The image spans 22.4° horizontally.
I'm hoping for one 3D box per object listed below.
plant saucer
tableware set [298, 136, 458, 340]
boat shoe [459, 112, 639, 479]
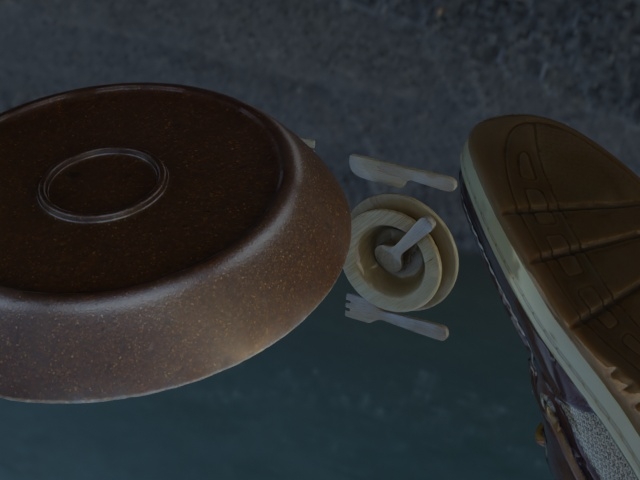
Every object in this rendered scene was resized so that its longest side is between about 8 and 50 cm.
[{"bbox_3d":[-0.074,-0.010,0.559,0.168,0.168,0.029,9,130,19],"label":"plant saucer"},{"bbox_3d":[0.000,0.000,1.106,0.194,0.039,0.128,14,120,25],"label":"tableware set"},{"bbox_3d":[0.155,0.092,0.833,0.342,0.123,0.123,59,138,21],"label":"boat shoe"}]
